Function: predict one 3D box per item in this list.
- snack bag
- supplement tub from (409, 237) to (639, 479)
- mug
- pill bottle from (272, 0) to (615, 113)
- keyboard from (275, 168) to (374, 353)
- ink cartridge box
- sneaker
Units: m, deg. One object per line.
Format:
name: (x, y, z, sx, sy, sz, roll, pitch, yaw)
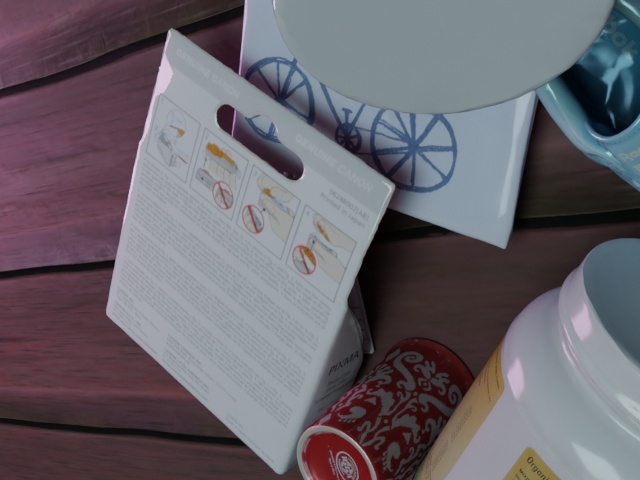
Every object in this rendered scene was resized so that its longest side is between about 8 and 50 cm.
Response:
snack bag: (0.055, -0.195, 0.807, 0.323, 0.037, 0.343, 21, 118, 29)
supplement tub: (0.215, 0.177, 0.710, 0.228, 0.228, 0.316, 39, 129, 19)
mug: (0.075, 0.192, 0.868, 0.150, 0.169, 0.113, 50, 130, 11)
pill bottle: (0.063, -0.268, 0.538, 0.204, 0.204, 0.361, -30, 47, 42)
keyboard: (0.000, 0.000, 0.950, 0.072, 0.014, 0.256, -2, 108, 39)
ink cartridge box: (-0.075, 0.013, 0.961, 0.308, 0.091, 0.385, 38, 126, 25)
sneaker: (0.246, -0.065, 0.622, 0.366, 0.150, 0.135, 44, 133, 5)
